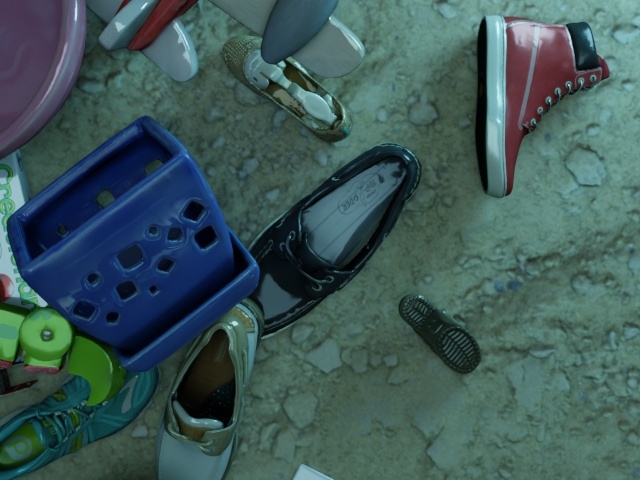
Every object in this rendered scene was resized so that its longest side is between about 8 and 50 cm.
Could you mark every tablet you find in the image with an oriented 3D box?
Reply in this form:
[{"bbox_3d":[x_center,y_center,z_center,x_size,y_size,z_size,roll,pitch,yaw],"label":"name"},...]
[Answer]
[{"bbox_3d":[-0.002,0.346,1.430,0.083,0.006,0.054,27,89,-3],"label":"tablet"}]

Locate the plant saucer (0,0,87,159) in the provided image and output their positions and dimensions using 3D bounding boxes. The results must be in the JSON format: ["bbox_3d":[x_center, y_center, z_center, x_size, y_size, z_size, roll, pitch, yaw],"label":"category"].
[{"bbox_3d":[-0.418,-0.246,1.314,0.332,0.084,0.332,-4,79,24],"label":"plant saucer"}]

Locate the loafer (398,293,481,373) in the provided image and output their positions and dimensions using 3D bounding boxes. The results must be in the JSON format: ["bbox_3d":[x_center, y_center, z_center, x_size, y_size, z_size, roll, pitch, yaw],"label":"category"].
[{"bbox_3d":[0.160,0.120,1.415,0.056,0.050,0.148,-42,108,2],"label":"loafer"}]

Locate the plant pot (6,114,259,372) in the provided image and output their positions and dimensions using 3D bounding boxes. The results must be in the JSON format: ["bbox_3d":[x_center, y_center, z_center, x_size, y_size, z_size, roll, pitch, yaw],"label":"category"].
[{"bbox_3d":[-0.222,0.011,1.295,0.236,0.236,0.212,-39,116,-5],"label":"plant pot"}]

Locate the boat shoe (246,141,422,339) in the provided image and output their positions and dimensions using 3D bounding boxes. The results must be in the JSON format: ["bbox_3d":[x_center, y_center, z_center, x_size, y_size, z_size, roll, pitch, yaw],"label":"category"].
[{"bbox_3d":[0.003,0.003,1.373,0.340,0.113,0.127,-40,93,-1],"label":"boat shoe"}]

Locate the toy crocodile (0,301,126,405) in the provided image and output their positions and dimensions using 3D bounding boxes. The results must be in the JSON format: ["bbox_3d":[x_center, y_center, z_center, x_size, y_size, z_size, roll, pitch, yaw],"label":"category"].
[{"bbox_3d":[-0.403,0.111,1.302,0.340,0.115,0.105,17,90,-4],"label":"toy crocodile"}]

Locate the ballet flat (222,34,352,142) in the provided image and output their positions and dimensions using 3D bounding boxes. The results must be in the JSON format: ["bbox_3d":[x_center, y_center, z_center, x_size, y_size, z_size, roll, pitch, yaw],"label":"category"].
[{"bbox_3d":[-0.041,-0.207,1.391,0.206,0.067,0.073,34,90,-2],"label":"ballet flat"}]

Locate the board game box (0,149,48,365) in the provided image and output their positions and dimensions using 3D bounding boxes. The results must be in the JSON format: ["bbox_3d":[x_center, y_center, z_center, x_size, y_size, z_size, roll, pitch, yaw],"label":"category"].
[{"bbox_3d":[-0.464,0.024,1.383,0.193,0.053,0.305,-14,91,-3],"label":"board game box"}]

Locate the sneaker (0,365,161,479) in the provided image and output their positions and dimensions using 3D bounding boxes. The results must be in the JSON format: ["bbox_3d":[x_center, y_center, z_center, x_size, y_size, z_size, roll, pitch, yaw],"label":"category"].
[{"bbox_3d":[-0.327,0.235,1.364,0.275,0.110,0.107,-35,92,-2],"label":"sneaker"}]

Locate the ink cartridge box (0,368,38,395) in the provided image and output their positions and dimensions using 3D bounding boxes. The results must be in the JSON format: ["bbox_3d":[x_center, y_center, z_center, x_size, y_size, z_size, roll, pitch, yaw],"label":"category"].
[{"bbox_3d":[-0.436,0.190,1.381,0.115,0.063,0.029,-14,93,-3],"label":"ink cartridge box"}]

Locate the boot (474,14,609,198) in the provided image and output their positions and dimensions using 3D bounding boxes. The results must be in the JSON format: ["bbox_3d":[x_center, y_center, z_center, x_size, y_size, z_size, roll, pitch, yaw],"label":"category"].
[{"bbox_3d":[0.297,-0.175,1.400,0.176,0.088,0.244,4,87,-4],"label":"boot"}]

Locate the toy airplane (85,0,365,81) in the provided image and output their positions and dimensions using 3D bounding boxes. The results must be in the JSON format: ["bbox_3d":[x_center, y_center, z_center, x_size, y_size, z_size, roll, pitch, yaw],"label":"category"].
[{"bbox_3d":[-0.145,-0.381,1.283,0.386,0.272,0.384,-4,91,-3],"label":"toy airplane"}]

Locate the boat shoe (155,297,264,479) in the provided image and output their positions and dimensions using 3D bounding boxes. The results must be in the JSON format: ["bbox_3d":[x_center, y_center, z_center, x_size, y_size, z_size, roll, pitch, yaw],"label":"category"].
[{"bbox_3d":[-0.156,0.219,1.349,0.113,0.103,0.302,16,104,6],"label":"boat shoe"}]
